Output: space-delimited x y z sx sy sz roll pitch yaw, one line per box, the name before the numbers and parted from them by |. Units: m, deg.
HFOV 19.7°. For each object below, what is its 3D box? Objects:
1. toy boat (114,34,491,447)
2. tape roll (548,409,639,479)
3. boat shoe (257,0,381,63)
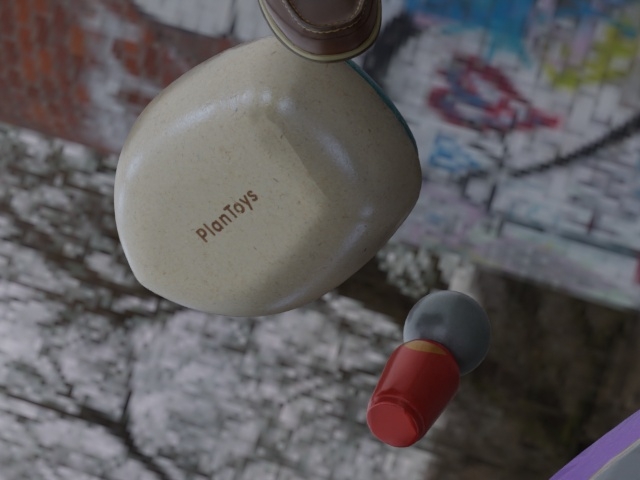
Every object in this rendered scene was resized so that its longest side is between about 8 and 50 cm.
toy boat | 0.000 0.000 1.348 0.267 0.318 0.148 -29 16 40
tape roll | 0.191 0.141 0.824 0.275 0.090 0.275 -34 6 4
boat shoe | -0.009 -0.168 0.957 0.060 0.064 0.178 78 -179 -53
